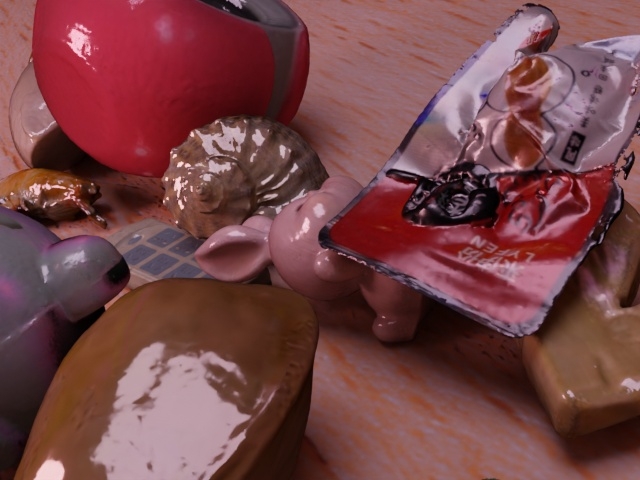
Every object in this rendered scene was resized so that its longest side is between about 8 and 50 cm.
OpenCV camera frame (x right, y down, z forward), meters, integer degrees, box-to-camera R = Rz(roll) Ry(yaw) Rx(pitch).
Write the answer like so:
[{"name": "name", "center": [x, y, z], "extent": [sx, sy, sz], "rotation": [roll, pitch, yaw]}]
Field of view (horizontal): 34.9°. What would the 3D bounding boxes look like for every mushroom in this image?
[{"name": "mushroom", "center": [-0.324, -0.181, 1.278], "extent": [0.128, 0.128, 0.350], "rotation": [-17, 28, -5]}]

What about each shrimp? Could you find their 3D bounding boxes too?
[{"name": "shrimp", "center": [-0.311, -0.024, 1.100], "extent": [0.188, 0.051, 0.132], "rotation": [-3, 51, 28]}]

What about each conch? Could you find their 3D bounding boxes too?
[{"name": "conch", "center": [-0.057, -0.050, 0.975], "extent": [0.155, 0.130, 0.207], "rotation": [45, 18, 13]}]

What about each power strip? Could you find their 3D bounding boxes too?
[{"name": "power strip", "center": [-0.137, 0.023, 0.954], "extent": [0.227, 0.029, 0.080], "rotation": [19, 44, 42]}]

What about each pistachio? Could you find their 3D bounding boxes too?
[{"name": "pistachio", "center": [-0.096, 0.131, 0.640], "extent": [0.213, 0.163, 0.260], "rotation": [-37, 21, 31]}]

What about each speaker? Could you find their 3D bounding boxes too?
[{"name": "speaker", "center": [-0.154, -0.204, 1.095], "extent": [0.294, 0.294, 0.294], "rotation": [-11, 31, 6]}]

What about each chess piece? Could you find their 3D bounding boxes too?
[{"name": "chess piece", "center": [0.182, 0.022, 0.752], "extent": [0.137, 0.137, 0.300], "rotation": [-13, 36, 2]}]

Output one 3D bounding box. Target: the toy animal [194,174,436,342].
[{"name": "toy animal", "center": [0.001, -0.002, 0.829], "extent": [0.213, 0.124, 0.124], "rotation": [13, 39, 17]}]

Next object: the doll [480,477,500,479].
[{"name": "doll", "center": [0.075, 0.180, 0.579], "extent": [0.115, 0.077, 0.150], "rotation": [26, 37, 33]}]

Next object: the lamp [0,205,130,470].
[{"name": "lamp", "center": [-0.304, 0.084, 0.725], "extent": [0.247, 0.247, 0.301], "rotation": [-19, 18, 49]}]

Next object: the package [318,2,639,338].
[{"name": "package", "center": [0.142, -0.066, 0.743], "extent": [0.194, 0.071, 0.269], "rotation": [20, 72, 45]}]
